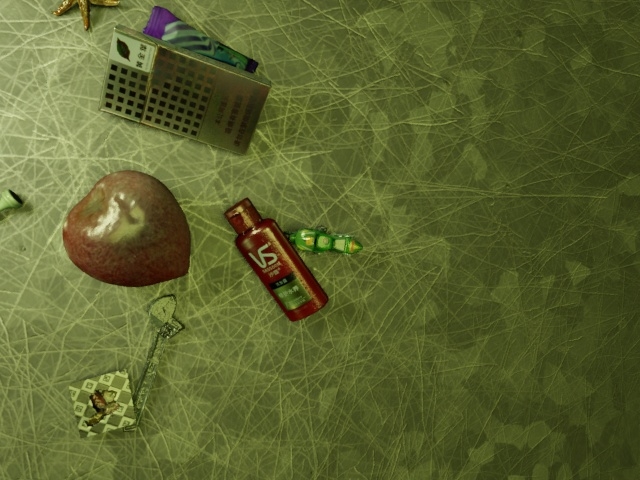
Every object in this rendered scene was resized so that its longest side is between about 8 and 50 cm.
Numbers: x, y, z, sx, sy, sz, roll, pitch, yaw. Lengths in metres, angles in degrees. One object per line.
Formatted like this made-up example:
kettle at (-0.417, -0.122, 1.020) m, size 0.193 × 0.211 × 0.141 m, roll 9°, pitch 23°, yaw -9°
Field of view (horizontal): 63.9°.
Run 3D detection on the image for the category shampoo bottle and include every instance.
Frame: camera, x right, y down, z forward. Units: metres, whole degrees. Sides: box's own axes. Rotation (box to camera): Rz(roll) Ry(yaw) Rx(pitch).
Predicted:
shampoo bottle at (-0.108, 0.046, 1.205) m, size 0.118 × 0.076 × 0.314 m, roll -25°, pitch 107°, yaw 27°

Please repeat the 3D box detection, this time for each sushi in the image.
sushi at (-0.476, 0.355, 1.130) m, size 0.120 × 0.026 × 0.126 m, roll -11°, pitch 93°, yaw -17°

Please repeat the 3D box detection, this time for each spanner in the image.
spanner at (-0.383, 0.278, 1.158) m, size 0.093 × 0.026 × 0.326 m, roll 19°, pitch 88°, yaw -20°

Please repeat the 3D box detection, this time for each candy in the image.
candy at (-0.271, -0.394, 1.129) m, size 0.275 × 0.070 × 0.145 m, roll 23°, pitch 79°, yaw -24°

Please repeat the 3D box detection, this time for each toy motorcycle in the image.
toy motorcycle at (0.000, 0.000, 1.237) m, size 0.190 × 0.106 × 0.074 m, roll 8°, pitch 92°, yaw -19°

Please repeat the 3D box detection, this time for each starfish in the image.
starfish at (-0.498, -0.508, 1.051) m, size 0.133 × 0.041 × 0.130 m, roll -42°, pitch 105°, yaw -13°

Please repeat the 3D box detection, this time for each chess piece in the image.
chess piece at (-0.652, -0.061, 1.028) m, size 0.093 × 0.042 × 0.042 m, roll -36°, pitch 105°, yaw -8°

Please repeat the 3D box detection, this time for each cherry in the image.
cherry at (-0.385, -0.016, 1.054) m, size 0.239 × 0.206 × 0.239 m, roll -30°, pitch 132°, yaw -41°

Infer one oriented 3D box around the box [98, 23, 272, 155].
box at (-0.286, -0.310, 1.095) m, size 0.324 × 0.047 × 0.180 m, roll 14°, pitch 123°, yaw -21°
